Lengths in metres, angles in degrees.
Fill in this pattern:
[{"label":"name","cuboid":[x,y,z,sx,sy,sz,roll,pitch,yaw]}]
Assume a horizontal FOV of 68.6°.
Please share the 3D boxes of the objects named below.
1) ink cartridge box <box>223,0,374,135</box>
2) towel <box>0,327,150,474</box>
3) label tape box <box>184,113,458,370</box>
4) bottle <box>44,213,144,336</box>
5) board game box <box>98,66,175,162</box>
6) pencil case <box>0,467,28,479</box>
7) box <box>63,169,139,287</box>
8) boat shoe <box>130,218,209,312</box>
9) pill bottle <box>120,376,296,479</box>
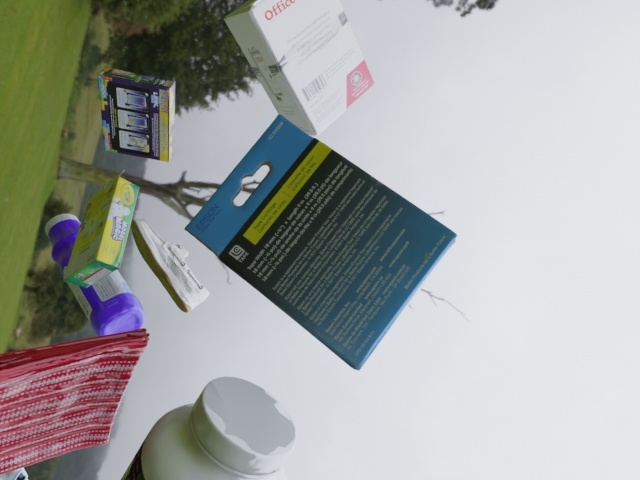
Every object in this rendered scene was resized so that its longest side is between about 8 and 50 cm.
[{"label":"ink cartridge box","cuboid":[-0.034,-0.399,0.995,0.207,0.283,0.117,-45,-145,-19]},{"label":"towel","cuboid":[-0.346,0.219,0.605,0.031,0.198,0.275,53,-52,31]},{"label":"label tape box","cuboid":[0.000,0.000,0.730,0.241,0.333,0.106,-51,166,-6]},{"label":"bottle","cuboid":[-0.450,0.064,0.921,0.283,0.092,0.118,48,-29,23]},{"label":"board game box","cuboid":[-0.380,-0.260,0.983,0.048,0.140,0.170,-91,-167,-51]},{"label":"pencil case","cuboid":[-0.705,0.527,0.886,0.124,0.273,0.114,10,-64,26]},{"label":"box","cuboid":[-0.348,-0.023,0.755,0.105,0.043,0.179,-24,-127,32]},{"label":"boat shoe","cuboid":[-0.394,0.053,1.237,0.277,0.096,0.098,58,-31,-4]},{"label":"pill bottle","cuboid":[-0.163,0.332,0.567,0.323,0.181,0.181,-58,-146,12]}]
